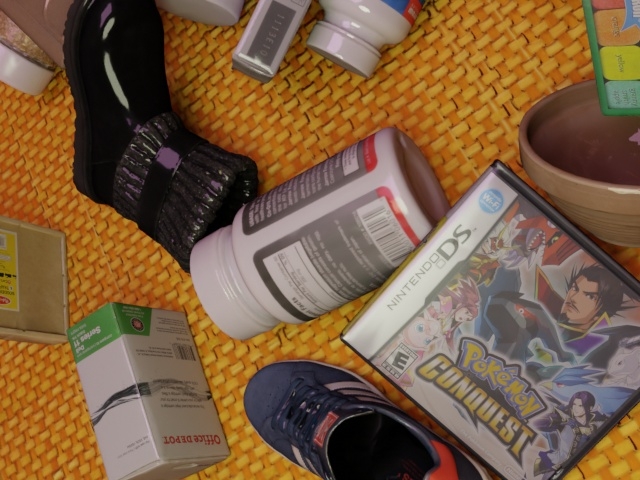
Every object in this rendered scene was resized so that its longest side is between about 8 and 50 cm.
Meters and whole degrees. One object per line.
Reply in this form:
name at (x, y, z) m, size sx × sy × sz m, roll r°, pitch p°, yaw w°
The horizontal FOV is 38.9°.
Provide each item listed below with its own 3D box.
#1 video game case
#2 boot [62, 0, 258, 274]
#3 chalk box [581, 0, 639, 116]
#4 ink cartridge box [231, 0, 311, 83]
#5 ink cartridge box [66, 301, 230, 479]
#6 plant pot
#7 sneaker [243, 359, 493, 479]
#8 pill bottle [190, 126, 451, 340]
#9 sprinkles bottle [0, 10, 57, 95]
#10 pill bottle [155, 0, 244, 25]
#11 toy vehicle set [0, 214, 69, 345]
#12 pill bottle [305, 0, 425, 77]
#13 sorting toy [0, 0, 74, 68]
video game case at (0.201, 0.098, 0.938) m, size 0.275 × 0.035 × 0.248 m, roll 41°, pitch 101°, yaw 0°
boot at (-0.197, -0.148, 1.162) m, size 0.260 × 0.131 × 0.348 m, roll 31°, pitch 130°, yaw 33°
chalk box at (0.349, -0.231, 0.842) m, size 0.179 × 0.180 × 0.289 m, roll 3°, pitch 49°, yaw 28°
ink cartridge box at (-0.030, -0.331, 1.140) m, size 0.060 × 0.239 × 0.275 m, roll 26°, pitch 93°, yaw -7°
ink cartridge box at (-0.214, 0.193, 1.140) m, size 0.087 × 0.153 × 0.208 m, roll -31°, pitch 67°, yaw 20°
plant pot at (0.320, -0.070, 0.906) m, size 0.237 × 0.110 × 0.237 m, roll -8°, pitch 35°, yaw 6°
sneaker at (0.020, 0.208, 0.990) m, size 0.350 × 0.148 × 0.131 m, roll 18°, pitch 81°, yaw 40°
pill bottle at (0.000, 0.000, 1.059) m, size 0.283 × 0.161 × 0.161 m, roll -27°, pitch 69°, yaw 21°
sprinkles bottle at (-0.383, -0.394, 1.361) m, size 0.121 × 0.121 × 0.355 m, roll 40°, pitch 99°, yaw 28°
pill bottle at (-0.139, -0.447, 1.220) m, size 0.160 × 0.160 × 0.283 m, roll 13°, pitch 86°, yaw 29°
toy vehicle set at (-0.446, 0.046, 1.226) m, size 0.035 × 0.267 × 0.166 m, roll -13°, pitch 73°, yaw 25°
pill bottle at (0.073, -0.316, 1.104) m, size 0.124 × 0.124 × 0.221 m, roll 30°, pitch 96°, yaw 29°
sorting toy at (-0.377, -0.406, 1.272) m, size 0.307 × 0.041 × 0.229 m, roll 42°, pitch 105°, yaw 29°
